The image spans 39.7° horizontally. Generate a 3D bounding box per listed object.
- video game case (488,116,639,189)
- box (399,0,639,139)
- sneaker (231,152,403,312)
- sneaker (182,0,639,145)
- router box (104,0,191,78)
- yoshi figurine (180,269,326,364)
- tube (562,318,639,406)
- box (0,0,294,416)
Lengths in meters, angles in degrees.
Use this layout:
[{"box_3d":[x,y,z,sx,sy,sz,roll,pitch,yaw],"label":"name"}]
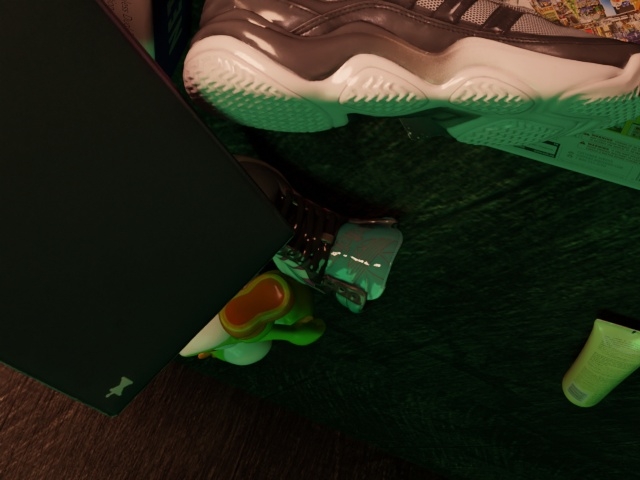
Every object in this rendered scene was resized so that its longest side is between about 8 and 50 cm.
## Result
[{"box_3d":[0.234,-0.102,0.673,0.227,0.026,0.206,18,161,11],"label":"video game case"},{"box_3d":[0.115,-0.150,0.572,0.233,0.044,0.159,-2,134,49],"label":"box"},{"box_3d":[0.000,0.000,1.030,0.178,0.124,0.295,15,168,32],"label":"sneaker"},{"box_3d":[0.061,-0.139,0.492,0.268,0.153,0.101,2,172,-4],"label":"sneaker"},{"box_3d":[-0.249,-0.259,0.665,0.301,0.082,0.335,22,161,-3],"label":"router box"},{"box_3d":[-0.092,0.082,1.304,0.203,0.204,0.362,1,162,1],"label":"yoshi figurine"},{"box_3d":[0.383,0.161,1.183,0.070,0.062,0.240,-22,156,-9],"label":"tube"},{"box_3d":[-0.209,-0.088,0.532,0.294,0.183,0.296,43,176,34],"label":"box"}]
